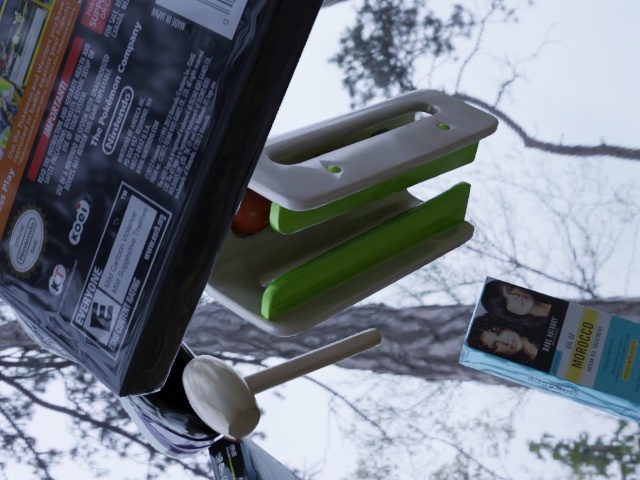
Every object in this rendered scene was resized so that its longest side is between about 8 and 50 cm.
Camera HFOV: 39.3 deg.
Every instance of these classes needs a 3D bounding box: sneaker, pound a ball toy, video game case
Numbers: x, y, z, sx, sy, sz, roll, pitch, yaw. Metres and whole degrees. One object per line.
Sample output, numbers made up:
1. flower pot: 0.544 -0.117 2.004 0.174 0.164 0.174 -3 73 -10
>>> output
1. sneaker: -0.196 0.091 0.891 0.283 0.124 0.107 41 -117 1
2. pound a ball toy: 0.000 0.000 0.778 0.319 0.135 0.208 -25 -47 -42
3. video game case: -0.119 -0.107 0.432 0.035 0.248 0.275 2 -65 -58

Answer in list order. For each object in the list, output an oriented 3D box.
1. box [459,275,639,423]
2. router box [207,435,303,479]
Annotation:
1. box: 0.296 0.130 1.053 0.060 0.244 0.100 84 -153 -61
2. router box: -0.052 0.251 0.869 0.122 0.038 0.092 46 -168 -38
